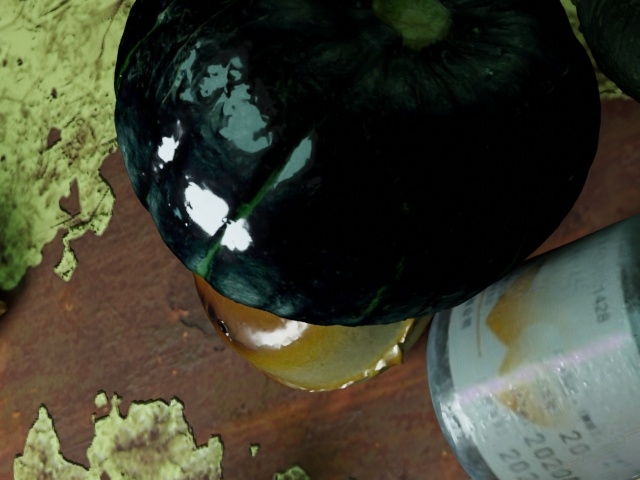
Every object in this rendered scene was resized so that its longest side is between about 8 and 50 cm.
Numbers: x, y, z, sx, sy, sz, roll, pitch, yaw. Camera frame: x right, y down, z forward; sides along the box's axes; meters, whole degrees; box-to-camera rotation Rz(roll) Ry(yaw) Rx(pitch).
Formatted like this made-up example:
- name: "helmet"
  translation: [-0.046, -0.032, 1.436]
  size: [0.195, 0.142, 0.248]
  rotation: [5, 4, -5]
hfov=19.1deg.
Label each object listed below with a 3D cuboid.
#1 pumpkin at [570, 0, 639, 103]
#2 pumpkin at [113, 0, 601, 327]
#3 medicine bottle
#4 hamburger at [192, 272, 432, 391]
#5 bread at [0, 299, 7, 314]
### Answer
- name: "pumpkin"
  translation: [0.260, -0.150, 1.235]
  size: [0.190, 0.190, 0.146]
  rotation: [56, 133, 32]
- name: "pumpkin"
  translation: [0.016, -0.080, 1.238]
  size: [0.238, 0.315, 0.315]
  rotation: [-47, 51, 56]
- name: "medicine bottle"
  translation: [0.218, 0.065, 1.238]
  size: [0.273, 0.165, 0.165]
  rotation: [-26, 66, 33]
- name: "hamburger"
  translation: [0.001, 0.004, 1.438]
  size: [0.237, 0.147, 0.237]
  rotation: [-4, 84, 44]
- name: "bread"
  translation: [-0.410, 0.045, 1.762]
  size: [0.229, 0.143, 0.139]
  rotation: [42, 107, 38]
